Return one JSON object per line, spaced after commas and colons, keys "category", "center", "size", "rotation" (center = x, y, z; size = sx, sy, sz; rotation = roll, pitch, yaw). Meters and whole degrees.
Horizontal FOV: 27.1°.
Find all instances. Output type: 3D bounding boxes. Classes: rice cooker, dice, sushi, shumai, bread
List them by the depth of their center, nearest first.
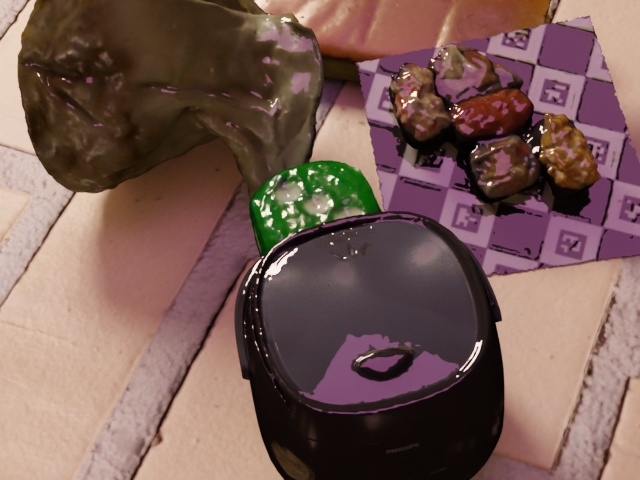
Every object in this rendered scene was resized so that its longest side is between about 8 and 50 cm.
{"category": "rice cooker", "center": [0.050, 0.115, 1.246], "size": [0.267, 0.224, 0.267], "rotation": [-4, 55, 5]}
{"category": "dice", "center": [0.000, 0.000, 1.394], "size": [0.128, 0.131, 0.120], "rotation": [-18, 52, -6]}
{"category": "shumai", "center": [-0.135, -0.197, 1.434], "size": [0.288, 0.330, 0.292], "rotation": [16, 32, 29]}
{"category": "sushi", "center": [0.201, -0.105, 1.446], "size": [0.294, 0.059, 0.292], "rotation": [-11, 71, -2]}
{"category": "bread", "center": [0.087, -0.254, 1.595], "size": [0.361, 0.077, 0.138], "rotation": [10, 66, 13]}
